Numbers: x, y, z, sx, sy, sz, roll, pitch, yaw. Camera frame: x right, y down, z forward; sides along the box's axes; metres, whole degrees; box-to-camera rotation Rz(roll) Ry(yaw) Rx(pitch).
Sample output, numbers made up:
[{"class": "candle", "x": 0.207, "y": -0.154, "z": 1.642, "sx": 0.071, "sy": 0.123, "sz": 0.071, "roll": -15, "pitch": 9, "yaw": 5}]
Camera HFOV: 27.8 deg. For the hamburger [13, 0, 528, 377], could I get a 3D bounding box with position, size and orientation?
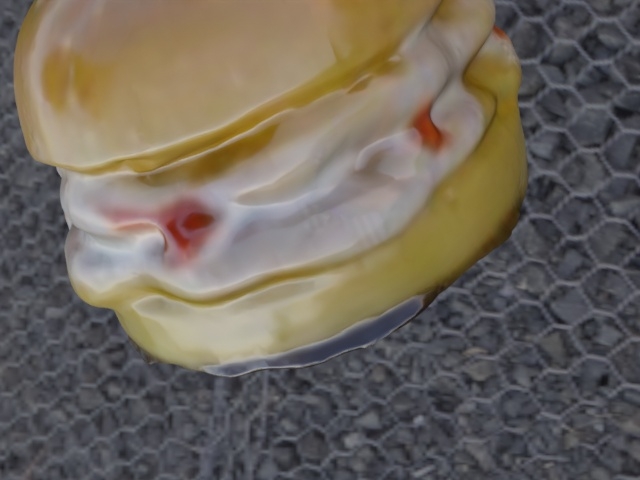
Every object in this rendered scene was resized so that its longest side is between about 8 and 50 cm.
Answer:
[{"class": "hamburger", "x": -0.038, "y": -0.090, "z": 0.673, "sx": 0.276, "sy": 0.276, "sz": 0.236, "roll": -6, "pitch": 121, "yaw": 39}]
